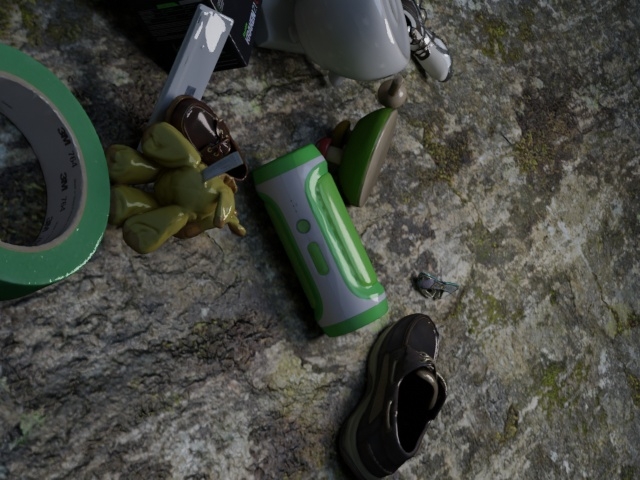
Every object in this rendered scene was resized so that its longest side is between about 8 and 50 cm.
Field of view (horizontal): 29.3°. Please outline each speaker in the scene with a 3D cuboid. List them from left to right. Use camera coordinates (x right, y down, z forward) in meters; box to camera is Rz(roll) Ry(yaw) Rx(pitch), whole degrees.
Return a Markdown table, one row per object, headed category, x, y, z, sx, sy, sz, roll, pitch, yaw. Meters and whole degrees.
| category | x | y | z | sx | sy | sz | roll | pitch | yaw |
| --- | --- | --- | --- | --- | --- | --- | --- | --- | --- |
| speaker | 0.000 | 0.000 | 1.964 | 0.131 | 0.131 | 0.296 | -31 | 98 | -54 |

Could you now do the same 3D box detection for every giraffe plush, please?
| category | x | y | z | sx | sy | sz | roll | pitch | yaw |
| --- | --- | --- | --- | --- | --- | --- | --- | --- | --- |
| giraffe plush | -0.189 | -0.064 | 1.735 | 0.170 | 0.210 | 0.181 | 45 | 36 | -74 |

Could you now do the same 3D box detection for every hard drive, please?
| category | x | y | z | sx | sy | sz | roll | pitch | yaw |
| --- | --- | --- | --- | --- | --- | --- | --- | --- | --- |
| hard drive | -0.031 | -0.433 | 2.211 | 0.307 | 0.040 | 0.203 | -2 | 75 | -53 |

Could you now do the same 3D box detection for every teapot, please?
| category | x | y | z | sx | sy | sz | roll | pitch | yaw |
| --- | --- | --- | --- | --- | --- | --- | --- | --- | --- |
| teapot | 0.033 | -0.378 | 2.064 | 0.252 | 0.187 | 0.256 | -59 | 134 | -70 |

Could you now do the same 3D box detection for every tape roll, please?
| category | x | y | z | sx | sy | sz | roll | pitch | yaw |
| --- | --- | --- | --- | --- | --- | --- | --- | --- | --- |
| tape roll | -0.407 | -0.089 | 1.521 | 0.321 | 0.077 | 0.321 | 27 | 54 | -43 |

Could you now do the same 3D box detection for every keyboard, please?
| category | x | y | z | sx | sy | sz | roll | pitch | yaw |
| --- | --- | --- | --- | --- | --- | --- | --- | --- | --- |
| keyboard | -0.200 | -0.213 | 1.775 | 0.072 | 0.014 | 0.256 | 17 | 99 | -53 |

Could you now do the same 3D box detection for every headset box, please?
| category | x | y | z | sx | sy | sz | roll | pitch | yaw |
| --- | --- | --- | --- | --- | --- | --- | --- | --- | --- |
| headset box | -0.200 | -0.434 | 1.841 | 0.283 | 0.131 | 0.246 | 60 | 30 | -48 |

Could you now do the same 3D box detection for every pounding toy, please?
| category | x | y | z | sx | sy | sz | roll | pitch | yaw |
| --- | --- | --- | --- | --- | --- | --- | --- | --- | --- |
| pounding toy | 0.062 | -0.185 | 2.139 | 0.183 | 0.110 | 0.237 | -1 | 112 | -82 |

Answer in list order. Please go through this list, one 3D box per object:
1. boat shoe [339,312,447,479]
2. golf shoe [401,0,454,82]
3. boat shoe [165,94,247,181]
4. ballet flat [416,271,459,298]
| category | x | y | z | sx | sy | sz | roll | pitch | yaw |
| --- | --- | --- | --- | --- | --- | --- | --- | --- | --- |
| boat shoe | 0.150 | 0.254 | 2.027 | 0.132 | 0.130 | 0.355 | 50 | 40 | -24 |
| golf shoe | 0.193 | -0.398 | 2.470 | 0.094 | 0.077 | 0.198 | -32 | 93 | -43 |
| boat shoe | -0.161 | -0.147 | 1.800 | 0.073 | 0.073 | 0.207 | -58 | 157 | -8 |
| ballet flat | 0.216 | 0.088 | 2.282 | 0.114 | 0.041 | 0.041 | 19 | 59 | -47 |
